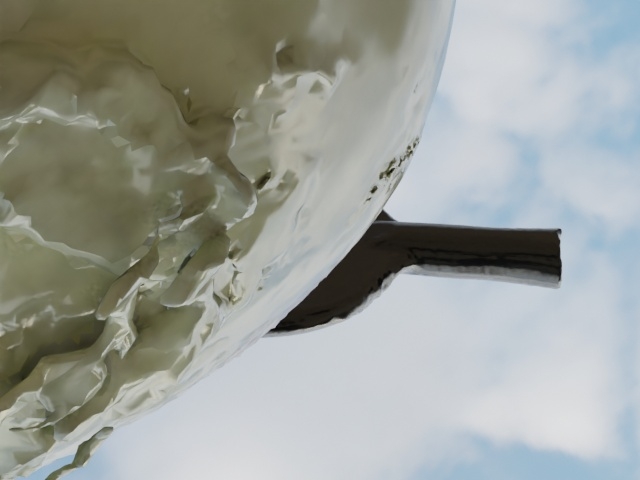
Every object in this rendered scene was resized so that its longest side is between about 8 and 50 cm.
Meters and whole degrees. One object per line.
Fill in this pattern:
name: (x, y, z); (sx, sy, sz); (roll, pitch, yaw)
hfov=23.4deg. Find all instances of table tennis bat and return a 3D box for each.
table tennis bat: (0.000, 0.000, 0.741); (0.236, 0.027, 0.150); (4, -146, -4)

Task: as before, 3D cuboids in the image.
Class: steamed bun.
steamed bun: (-0.087, -0.059, 0.473); (0.233, 0.334, 0.312); (57, -155, 3)
